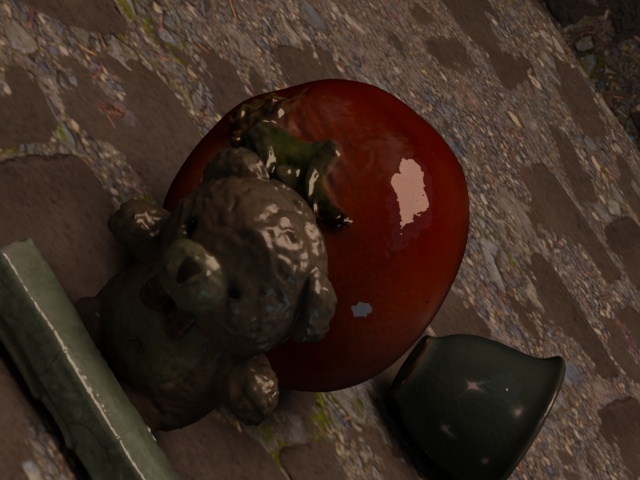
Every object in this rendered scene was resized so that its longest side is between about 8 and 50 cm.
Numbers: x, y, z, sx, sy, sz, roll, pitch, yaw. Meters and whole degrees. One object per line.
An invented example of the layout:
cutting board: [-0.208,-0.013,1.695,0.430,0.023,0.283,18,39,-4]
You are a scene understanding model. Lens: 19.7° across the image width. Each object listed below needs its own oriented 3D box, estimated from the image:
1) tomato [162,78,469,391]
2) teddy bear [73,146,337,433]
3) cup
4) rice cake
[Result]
tomato: [0.000,0.000,1.844,0.321,0.321,0.321,40,28,-27]
teddy bear: [-0.104,0.058,1.634,0.151,0.267,0.236,-17,71,-46]
cup: [0.160,0.177,2.070,0.150,0.199,0.199,33,27,-3]
rice cake: [-0.196,0.150,1.592,0.336,0.063,0.066,56,28,7]
